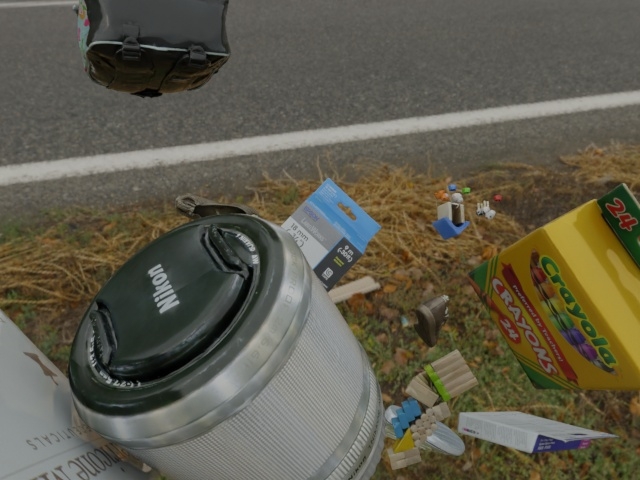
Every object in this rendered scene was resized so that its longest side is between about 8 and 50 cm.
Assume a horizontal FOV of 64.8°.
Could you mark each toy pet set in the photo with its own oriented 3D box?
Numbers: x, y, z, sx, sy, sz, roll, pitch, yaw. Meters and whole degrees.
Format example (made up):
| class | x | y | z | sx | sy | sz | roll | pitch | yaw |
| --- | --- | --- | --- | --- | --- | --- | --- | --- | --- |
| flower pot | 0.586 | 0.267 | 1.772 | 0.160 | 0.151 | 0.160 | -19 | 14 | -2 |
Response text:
| class | x | y | z | sx | sy | sz | roll | pitch | yaw |
| --- | --- | --- | --- | --- | --- | --- | --- | --- | --- |
| toy pet set | 0.260 | -0.047 | 0.947 | 0.122 | 0.114 | 0.065 | 9 | 73 | -23 |

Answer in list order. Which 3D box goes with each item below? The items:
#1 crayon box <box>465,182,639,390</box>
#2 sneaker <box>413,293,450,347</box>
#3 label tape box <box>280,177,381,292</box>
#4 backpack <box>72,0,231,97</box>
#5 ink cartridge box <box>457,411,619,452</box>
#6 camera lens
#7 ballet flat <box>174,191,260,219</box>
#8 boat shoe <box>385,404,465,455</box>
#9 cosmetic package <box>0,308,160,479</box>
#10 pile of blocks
| class | x | y | z | sx | sy | sz | roll | pitch | yaw |
| --- | --- | --- | --- | --- | --- | --- | --- | --- | --- |
| crayon box | 0.314 | 0.080 | 0.635 | 0.081 | 0.318 | 0.202 | -26 | 76 | -10 |
| sneaker | 0.246 | 0.174 | 1.079 | 0.071 | 0.188 | 0.066 | -33 | 64 | -8 |
| label tape box | 0.000 | 0.000 | 1.540 | 0.241 | 0.106 | 0.333 | 43 | 87 | -3 |
| backpack | -0.278 | -0.334 | 0.825 | 0.225 | 0.190 | 0.253 | -5 | -3 | -24 |
| ink cartridge box | 0.638 | 0.573 | 1.491 | 0.324 | 0.071 | 0.330 | 14 | -10 | -36 |
| camera lens | -0.073 | 0.128 | 0.484 | 0.220 | 0.274 | 0.219 | -17 | 41 | 15 |
| ballet flat | -0.259 | -0.068 | 1.313 | 0.250 | 0.084 | 0.058 | 17 | 13 | -39 |
| boat shoe | 0.344 | 0.662 | 1.726 | 0.302 | 0.094 | 0.109 | 27 | 20 | -3 |
| cosmetic package | -0.383 | 0.165 | 0.316 | 0.394 | 0.329 | 0.327 | 43 | 75 | 5 |
| pile of blocks | 0.279 | 0.452 | 1.398 | 0.149 | 0.362 | 0.112 | 36 | 1 | 0 |
